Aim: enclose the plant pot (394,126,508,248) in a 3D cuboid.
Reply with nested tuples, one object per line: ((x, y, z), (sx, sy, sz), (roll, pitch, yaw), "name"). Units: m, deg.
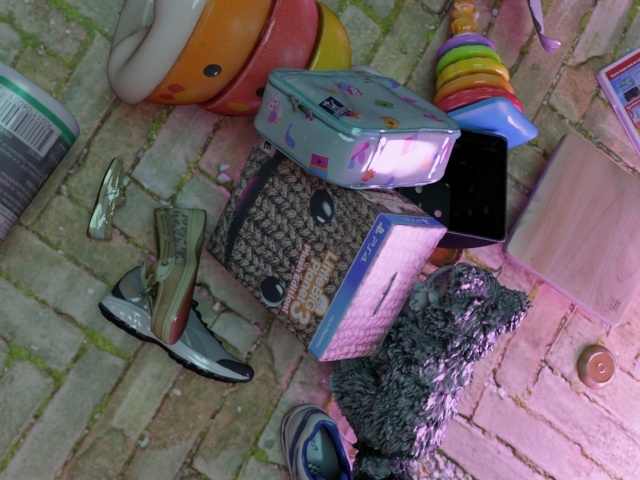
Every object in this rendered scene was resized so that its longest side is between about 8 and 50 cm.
((0.194, -0.078, 1.456), (0.187, 0.167, 0.188), (10, 72, -14), "plant pot")

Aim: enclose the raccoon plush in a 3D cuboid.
((0.196, 0.246, 1.315), (0.216, 0.299, 0.447), (12, 57, -40), "raccoon plush")

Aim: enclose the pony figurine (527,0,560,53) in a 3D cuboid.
((0.328, -0.544, 1.496), (0.363, 0.303, 0.351), (5, 60, 2), "pony figurine")

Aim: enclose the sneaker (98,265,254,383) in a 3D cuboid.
((-0.215, 0.141, 1.371), (0.271, 0.100, 0.108), (35, 72, -9), "sneaker")

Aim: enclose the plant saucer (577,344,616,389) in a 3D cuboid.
((0.519, 0.237, 1.599), (0.083, 0.015, 0.084), (1, 85, -15), "plant saucer")

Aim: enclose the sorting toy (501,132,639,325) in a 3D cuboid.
((0.477, -0.017, 1.575), (0.255, 0.089, 0.257), (33, 78, -10), "sorting toy")

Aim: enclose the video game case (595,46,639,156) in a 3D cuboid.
((0.687, -0.250, 1.688), (0.204, 0.025, 0.285), (-31, 93, -15), "video game case")

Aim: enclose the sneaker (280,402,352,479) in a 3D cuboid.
((0.005, 0.416, 1.385), (0.111, 0.131, 0.297), (-15, 90, -18), "sneaker")

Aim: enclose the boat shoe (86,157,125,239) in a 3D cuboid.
((-0.338, -0.065, 1.384), (0.045, 0.050, 0.136), (18, 90, -16), "boat shoe")

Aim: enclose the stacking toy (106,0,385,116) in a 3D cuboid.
((-0.066, -0.303, 1.379), (0.479, 0.350, 0.351), (22, 79, -27), "stacking toy")

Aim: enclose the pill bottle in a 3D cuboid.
((-0.534, -0.078, 1.249), (0.204, 0.204, 0.361), (35, 77, -9), "pill bottle")

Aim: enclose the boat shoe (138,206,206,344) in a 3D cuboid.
((-0.233, 0.048, 1.314), (0.089, 0.285, 0.105), (11, 123, -8), "boat shoe")

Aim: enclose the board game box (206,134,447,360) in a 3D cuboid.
((0.000, 0.000, 1.297), (0.141, 0.291, 0.232), (3, 120, -50), "board game box")

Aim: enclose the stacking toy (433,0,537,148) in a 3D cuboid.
((0.264, -0.306, 1.526), (0.175, 0.165, 0.302), (24, 56, -52), "stacking toy")

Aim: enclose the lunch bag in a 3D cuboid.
((0.050, -0.173, 1.255), (0.279, 0.224, 0.108), (-6, 129, -44), "lunch bag")

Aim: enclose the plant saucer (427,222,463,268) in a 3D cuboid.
((0.217, 0.010, 1.541), (0.083, 0.013, 0.084), (2, 83, -15), "plant saucer")
